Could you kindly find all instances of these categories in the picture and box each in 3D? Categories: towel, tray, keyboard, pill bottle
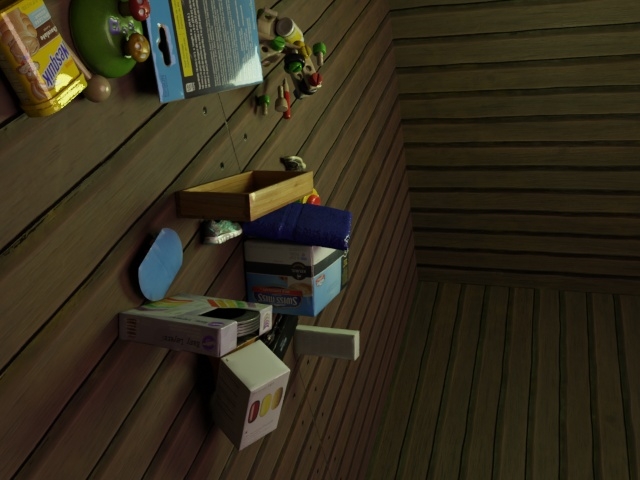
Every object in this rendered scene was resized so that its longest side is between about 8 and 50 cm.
[{"bbox_3d":[-0.064,-0.043,1.767,0.227,0.308,0.076,-77,176,-64],"label":"towel"},{"bbox_3d":[-0.187,-0.127,1.607,0.411,0.203,0.076,-36,127,-65],"label":"tray"},{"bbox_3d":[-0.143,0.327,2.042,0.317,0.033,0.201,-67,158,-46],"label":"keyboard"},{"bbox_3d":[-0.097,-0.685,1.983,0.116,0.065,0.065,19,75,-69],"label":"pill bottle"}]

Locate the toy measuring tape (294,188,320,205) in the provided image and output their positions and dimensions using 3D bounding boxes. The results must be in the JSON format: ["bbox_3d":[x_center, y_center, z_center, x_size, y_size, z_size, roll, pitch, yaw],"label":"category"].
[{"bbox_3d":[-0.092,-0.123,2.025,0.330,0.121,0.121,-21,113,-58],"label":"toy measuring tape"}]

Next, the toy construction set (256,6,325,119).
[{"bbox_3d":[-0.125,-0.534,1.759,0.309,0.258,0.237,97,-11,-72],"label":"toy construction set"}]

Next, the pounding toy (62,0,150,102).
[{"bbox_3d":[-0.389,-0.394,1.152,0.183,0.110,0.236,72,28,-43],"label":"pounding toy"}]

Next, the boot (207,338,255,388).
[{"bbox_3d":[-0.270,0.311,1.598,0.295,0.104,0.211,-20,122,-58],"label":"boot"}]

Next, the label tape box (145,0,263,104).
[{"bbox_3d":[-0.291,-0.462,1.385,0.334,0.106,0.240,-29,121,-46],"label":"label tape box"}]

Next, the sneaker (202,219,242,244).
[{"bbox_3d":[-0.264,-0.041,1.620,0.166,0.065,0.076,-38,123,-67],"label":"sneaker"}]

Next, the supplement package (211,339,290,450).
[{"bbox_3d":[-0.191,0.415,1.606,0.139,0.134,0.244,-21,137,-39],"label":"supplement package"}]

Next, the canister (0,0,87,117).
[{"bbox_3d":[-0.474,-0.308,0.985,0.126,0.073,0.169,-67,151,-44],"label":"canister"}]

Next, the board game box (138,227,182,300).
[{"bbox_3d":[-0.375,0.054,1.368,0.133,0.033,0.168,75,31,-51],"label":"board game box"}]

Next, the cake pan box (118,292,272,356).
[{"bbox_3d":[-0.267,0.183,1.337,0.246,0.267,0.070,-18,112,-66],"label":"cake pan box"}]

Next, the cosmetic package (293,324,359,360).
[{"bbox_3d":[0.022,0.372,2.195,0.060,0.239,0.098,-26,117,-67],"label":"cosmetic package"}]

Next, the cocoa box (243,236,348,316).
[{"bbox_3d":[-0.065,0.078,1.928,0.347,0.232,0.227,-33,125,-66],"label":"cocoa box"}]

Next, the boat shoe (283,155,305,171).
[{"bbox_3d":[-0.086,-0.257,2.084,0.152,0.056,0.049,21,68,-69],"label":"boat shoe"}]
